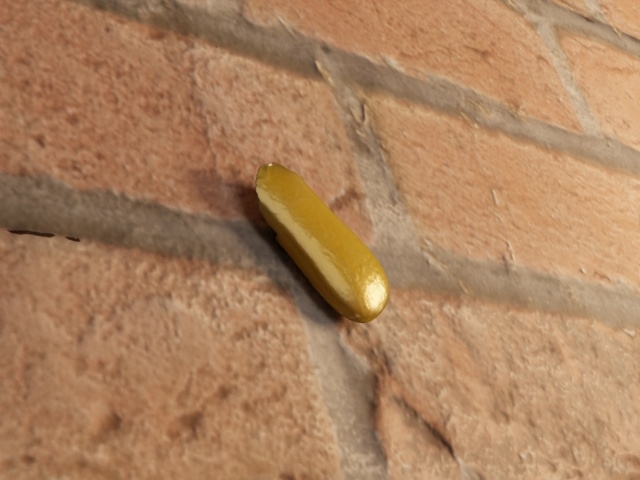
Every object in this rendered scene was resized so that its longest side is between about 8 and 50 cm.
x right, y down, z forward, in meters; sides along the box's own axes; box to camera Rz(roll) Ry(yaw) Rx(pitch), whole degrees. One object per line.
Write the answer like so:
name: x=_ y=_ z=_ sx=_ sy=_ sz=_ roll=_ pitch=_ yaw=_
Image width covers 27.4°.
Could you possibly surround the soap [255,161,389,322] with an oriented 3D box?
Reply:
soap: x=0.000 y=0.000 z=1.157 sx=0.168 sy=0.033 sz=0.089 roll=51 pitch=32 yaw=-4
